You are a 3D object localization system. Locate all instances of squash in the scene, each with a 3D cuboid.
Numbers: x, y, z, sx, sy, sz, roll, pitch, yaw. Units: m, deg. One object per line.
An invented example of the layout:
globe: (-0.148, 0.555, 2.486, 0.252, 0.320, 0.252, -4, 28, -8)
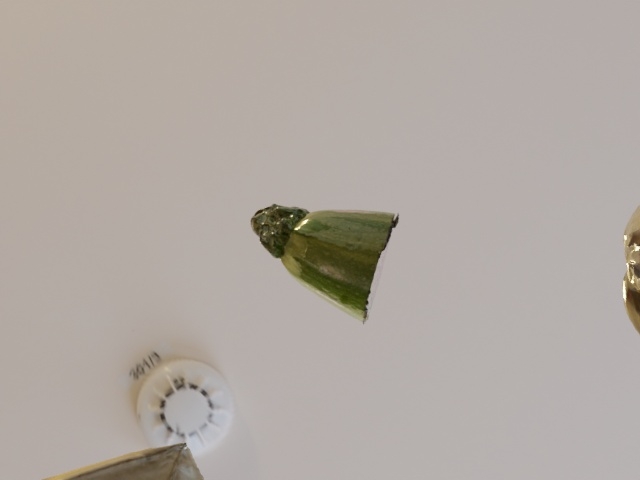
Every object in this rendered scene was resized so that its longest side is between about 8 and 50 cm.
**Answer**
squash: (-0.006, 0.006, 1.092, 0.132, 0.105, 0.105, 18, -97, 4)

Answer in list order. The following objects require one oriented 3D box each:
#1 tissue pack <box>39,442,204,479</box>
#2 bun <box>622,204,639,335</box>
tissue pack: (-0.266, 0.359, 1.003, 0.293, 0.382, 0.228, -9, -115, -49)
bun: (0.415, 0.042, 1.234, 0.205, 0.281, 0.281, -16, -92, -17)
